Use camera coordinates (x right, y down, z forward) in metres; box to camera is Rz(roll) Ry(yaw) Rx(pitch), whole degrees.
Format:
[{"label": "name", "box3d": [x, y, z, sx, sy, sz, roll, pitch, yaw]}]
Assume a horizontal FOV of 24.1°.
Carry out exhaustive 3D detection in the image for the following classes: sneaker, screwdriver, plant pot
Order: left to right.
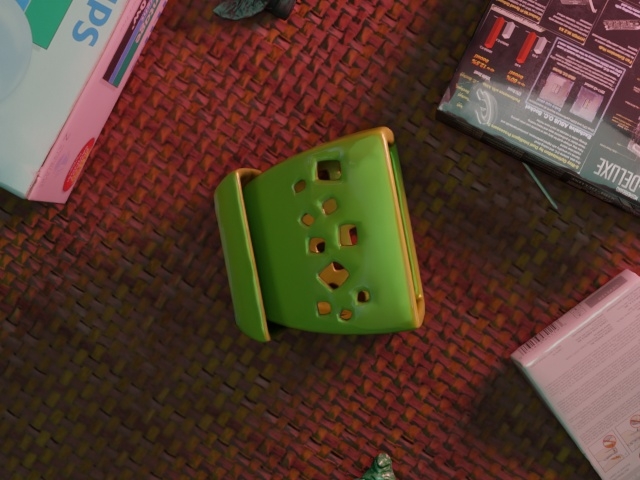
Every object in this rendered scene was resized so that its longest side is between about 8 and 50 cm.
[{"label": "sneaker", "box3d": [-0.057, -0.331, 1.791, 0.089, 0.051, 0.170, 23, 94, -6]}, {"label": "plant pot", "box3d": [0.000, 0.000, 1.719, 0.207, 0.228, 0.227, -11, 91, 7]}, {"label": "screwdriver", "box3d": [0.235, -0.106, 1.811, 0.025, 0.024, 0.170, -30, 88, -29]}]

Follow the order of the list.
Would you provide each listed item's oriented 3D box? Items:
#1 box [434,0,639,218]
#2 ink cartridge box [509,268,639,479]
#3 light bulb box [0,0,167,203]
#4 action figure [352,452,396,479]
[{"label": "box", "box3d": [0.323, -0.188, 1.760, 0.307, 0.076, 0.242, 26, 86, 4]}, {"label": "ink cartridge box", "box3d": [0.365, 0.174, 1.818, 0.181, 0.056, 0.225, -37, 110, 0]}, {"label": "light bulb box", "box3d": [-0.390, -0.276, 1.703, 0.361, 0.225, 0.358, 27, 91, 0]}, {"label": "action figure", "box3d": [0.055, 0.369, 1.801, 0.137, 0.063, 0.232, 13, 95, 1]}]
